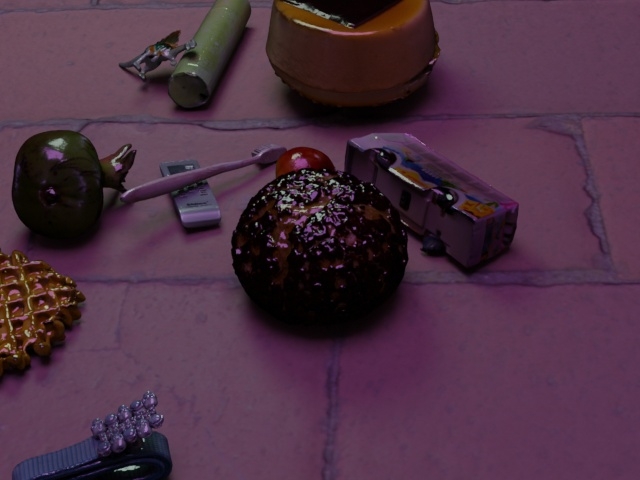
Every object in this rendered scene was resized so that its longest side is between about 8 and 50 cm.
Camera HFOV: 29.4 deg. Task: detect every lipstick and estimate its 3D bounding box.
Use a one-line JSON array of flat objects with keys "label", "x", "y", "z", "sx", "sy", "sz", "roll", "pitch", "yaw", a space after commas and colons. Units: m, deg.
[{"label": "lipstick", "x": -0.188, "y": -0.331, "z": 2.102, "sx": 0.076, "sy": 0.076, "sz": 0.304, "roll": 7, "pitch": 39, "yaw": 11}]

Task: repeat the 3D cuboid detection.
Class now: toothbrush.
[{"label": "toothbrush", "x": -0.172, "y": -0.101, "z": 1.809, "sx": 0.307, "sy": 0.025, "sz": 0.030, "roll": -21, "pitch": 33, "yaw": -39}]

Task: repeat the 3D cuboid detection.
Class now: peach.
[{"label": "peach", "x": -0.024, "y": -0.106, "z": 1.820, "sx": 0.098, "sy": 0.061, "sz": 0.098, "roll": -4, "pitch": 32, "yaw": 3}]

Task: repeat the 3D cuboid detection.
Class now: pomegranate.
[{"label": "pomegranate", "x": -0.348, "y": -0.084, "z": 1.753, "sx": 0.191, "sy": 0.152, "sz": 0.131, "roll": -8, "pitch": 27, "yaw": -42}]

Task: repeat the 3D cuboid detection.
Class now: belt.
[{"label": "belt", "x": -0.258, "y": 0.244, "z": 1.361, "sx": 0.179, "sy": 0.100, "sz": 0.065, "roll": -15, "pitch": 36, "yaw": -12}]

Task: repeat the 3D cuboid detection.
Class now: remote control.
[{"label": "remote control", "x": -0.194, "y": -0.070, "z": 1.808, "sx": 0.061, "sy": 0.029, "sz": 0.162, "roll": -5, "pitch": 34, "yaw": -17}]

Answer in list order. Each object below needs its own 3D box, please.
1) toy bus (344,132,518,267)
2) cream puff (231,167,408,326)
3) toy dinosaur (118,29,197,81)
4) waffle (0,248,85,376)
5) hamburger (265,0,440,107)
[{"label": "toy bus", "x": 0.153, "y": -0.066, "z": 1.740, "sx": 0.112, "sy": 0.090, "sz": 0.274, "roll": -21, "pitch": 41, "yaw": -32}, {"label": "cream puff", "x": 0.000, "y": 0.000, "z": 1.602, "sx": 0.239, "sy": 0.164, "sz": 0.239, "roll": -3, "pitch": 38, "yaw": 3}, {"label": "toy dinosaur", "x": -0.276, "y": -0.320, "z": 2.064, "sx": 0.106, "sy": 0.044, "sz": 0.187, "roll": -45, "pitch": 24, "yaw": -8}, {"label": "waffle", "x": -0.433, "y": 0.091, "z": 1.600, "sx": 0.232, "sy": 0.051, "sz": 0.228, "roll": 14, "pitch": 38, "yaw": 18}, {"label": "hamburger", "x": 0.056, "y": -0.330, "z": 2.006, "sx": 0.300, "sy": 0.176, "sz": 0.300, "roll": -1, "pitch": 40, "yaw": 0}]
